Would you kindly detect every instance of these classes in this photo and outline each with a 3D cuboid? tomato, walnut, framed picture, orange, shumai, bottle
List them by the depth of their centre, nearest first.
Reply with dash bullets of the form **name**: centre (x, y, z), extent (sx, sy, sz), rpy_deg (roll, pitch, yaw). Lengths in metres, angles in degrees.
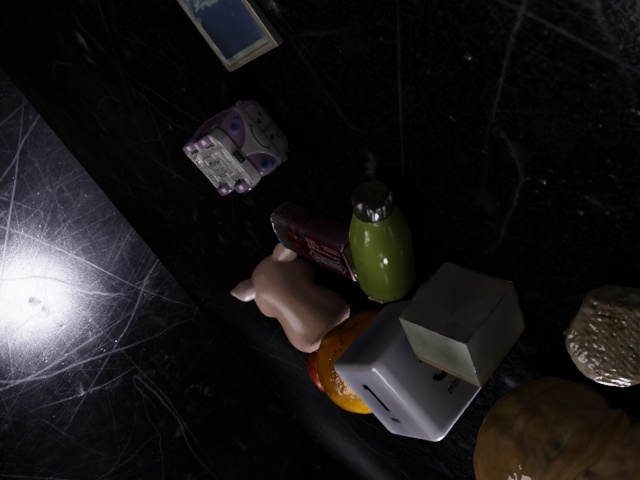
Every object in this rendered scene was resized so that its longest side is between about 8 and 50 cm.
- **shumai**: centre (0.399, 0.123, 0.897), extent (0.145, 0.146, 0.116), rpy_deg (41, -164, 9)
- **framed picture**: centre (-0.180, -0.405, 1.079), extent (0.260, 0.023, 0.189), rpy_deg (53, 154, -20)
- **walnut**: centre (0.412, 0.382, 1.130), extent (0.296, 0.285, 0.285), rpy_deg (40, 159, 27)
- **bottle**: centre (0.106, 0.001, 1.180), extent (0.112, 0.112, 0.260), rpy_deg (31, 155, 31)
- **orange**: centre (0.106, 0.279, 1.531), extent (0.240, 0.240, 0.240), rpy_deg (37, 158, 18)
- **tomato**: centre (0.041, 0.363, 1.910), extent (0.167, 0.167, 0.167), rpy_deg (37, 158, 18)

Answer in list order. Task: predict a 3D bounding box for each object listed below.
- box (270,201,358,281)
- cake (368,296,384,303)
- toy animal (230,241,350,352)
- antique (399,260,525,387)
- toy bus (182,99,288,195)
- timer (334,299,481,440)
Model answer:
- **box**: centre (0.000, 0.000, 1.435), extent (0.224, 0.069, 0.120), rpy_deg (25, 151, 38)
- **cake**: centre (0.118, 0.068, 1.366), extent (0.052, 0.065, 0.121), rpy_deg (14, 137, 49)
- **toy animal**: centre (-0.054, 0.144, 1.663), extent (0.256, 0.195, 0.213), rpy_deg (43, -178, 6)
- **antique**: centre (0.246, 0.143, 1.136), extent (0.146, 0.152, 0.148), rpy_deg (19, 145, 45)
- **toy bus**: centre (-0.163, -0.182, 1.285), extent (0.142, 0.142, 0.202), rpy_deg (52, 159, -19)
- **timer**: centre (0.177, 0.246, 1.289), extent (0.195, 0.192, 0.194), rpy_deg (48, 157, -7)
